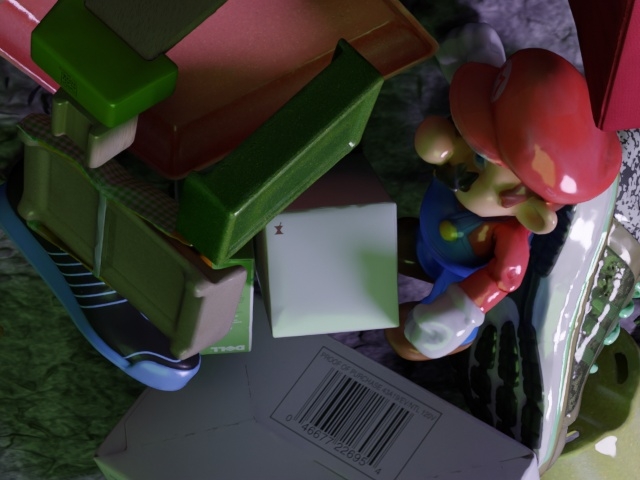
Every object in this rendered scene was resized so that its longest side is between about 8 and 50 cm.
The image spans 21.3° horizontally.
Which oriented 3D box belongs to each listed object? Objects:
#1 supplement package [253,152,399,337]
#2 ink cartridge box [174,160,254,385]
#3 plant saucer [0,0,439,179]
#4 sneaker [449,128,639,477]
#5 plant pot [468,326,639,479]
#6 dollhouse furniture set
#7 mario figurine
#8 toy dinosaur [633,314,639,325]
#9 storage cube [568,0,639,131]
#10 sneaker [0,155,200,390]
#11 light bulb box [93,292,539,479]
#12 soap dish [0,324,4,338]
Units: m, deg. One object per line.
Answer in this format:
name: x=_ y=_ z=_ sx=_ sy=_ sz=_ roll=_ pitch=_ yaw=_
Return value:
supplement package: x=0.000 y=0.000 z=1.389 sx=0.105 sy=0.179 sz=0.105 roll=-4 pitch=105 yaw=-5
ink cartridge box: x=-0.094 y=0.030 z=1.497 sx=0.062 sy=0.109 sz=0.209 roll=-3 pitch=146 yaw=-6
plant saucer: x=-0.084 y=-0.167 z=1.262 sx=0.259 sy=0.048 sz=0.258 roll=-25 pitch=143 yaw=22
sneaker: x=0.237 y=0.046 z=1.501 sx=0.182 sy=0.158 sz=0.410 roll=-11 pitch=131 yaw=-24
plant pot: x=0.277 y=0.215 z=1.748 sx=0.276 sy=0.276 sz=0.254 roll=-18 pitch=133 yaw=15
dollhouse furniture set: x=-0.101 y=-0.065 z=1.250 sx=0.151 sy=0.197 sz=0.301 roll=-44 pitch=170 yaw=-24
mario figurine: x=0.102 y=-0.039 z=1.329 sx=0.170 sy=0.198 sz=0.320 roll=-27 pitch=159 yaw=-30
toy dinosaur: x=0.430 y=0.052 z=1.649 sx=0.322 sy=0.164 sz=0.218 roll=37 pitch=113 yaw=-24
storage cube: x=0.269 y=-0.208 z=1.153 sx=0.215 sy=0.184 sz=0.193 roll=-6 pitch=148 yaw=-4
sneaker: x=-0.170 y=0.020 z=1.406 sx=0.232 sy=0.081 sz=0.090 roll=48 pitch=122 yaw=-7
light bulb box: x=0.019 y=0.284 z=1.644 sx=0.358 sy=0.225 sz=0.361 roll=29 pitch=158 yaw=25
soap dish: x=-0.441 y=0.066 z=1.469 sx=0.229 sy=0.118 sz=0.291 roll=-16 pitch=147 yaw=12
